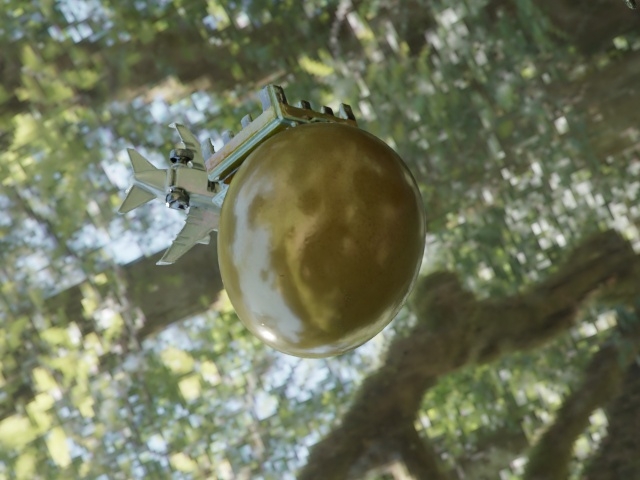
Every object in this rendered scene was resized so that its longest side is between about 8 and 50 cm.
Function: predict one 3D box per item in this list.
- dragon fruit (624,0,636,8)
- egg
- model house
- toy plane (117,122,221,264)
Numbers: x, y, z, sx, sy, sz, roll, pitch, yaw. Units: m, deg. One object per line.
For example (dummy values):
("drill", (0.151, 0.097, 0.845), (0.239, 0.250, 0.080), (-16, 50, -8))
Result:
("dragon fruit", (0.296, -0.282, 1.190), (0.121, 0.142, 0.130), (53, 174, -15))
("egg", (0.000, 0.000, 1.639), (0.250, 0.250, 0.322), (54, -153, -27))
("model house", (-0.046, -0.086, 2.086), (0.198, 0.224, 0.215), (12, -126, -43))
("toy plane", (-0.192, -0.076, 2.204), (0.255, 0.101, 0.251), (10, -115, -15))
